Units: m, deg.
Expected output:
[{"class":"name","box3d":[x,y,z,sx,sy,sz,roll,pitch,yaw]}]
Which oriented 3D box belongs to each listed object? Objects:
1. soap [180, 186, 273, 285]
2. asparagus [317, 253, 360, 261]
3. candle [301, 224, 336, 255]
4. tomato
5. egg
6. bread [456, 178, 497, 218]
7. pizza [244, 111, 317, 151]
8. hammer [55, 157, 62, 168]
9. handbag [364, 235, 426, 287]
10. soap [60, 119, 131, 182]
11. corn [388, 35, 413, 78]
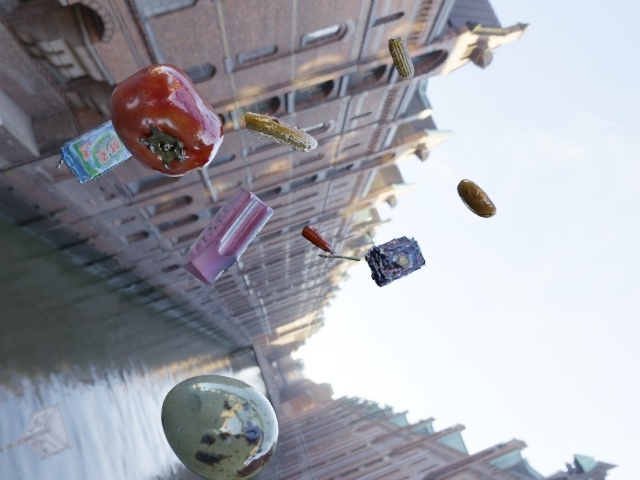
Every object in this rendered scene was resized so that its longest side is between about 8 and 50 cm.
[{"class":"soap","box3d":[-0.306,-0.012,1.836,0.109,0.324,0.193,38,-3,-24]},{"class":"asparagus","box3d":[0.069,0.062,2.073,0.016,0.162,0.016,120,-28,-58]},{"class":"candle","box3d":[0.000,0.000,1.930,0.162,0.053,0.048,39,-32,30]},{"class":"tomato","box3d":[-0.455,-0.351,1.698,0.325,0.293,0.290,45,23,-41]},{"class":"egg","box3d":[-0.356,0.652,2.004,0.345,0.427,0.345,-156,-90,-88]},{"class":"bread","box3d":[0.567,-0.150,2.107,0.189,0.077,0.114,53,-20,28]},{"class":"pizza","box3d":[-0.160,-0.404,2.101,0.226,0.335,0.086,19,-86,50]},{"class":"hammer","box3d":[-1.015,-0.333,2.256,0.017,0.062,0.182,33,-22,-22]},{"class":"handbag","box3d":[0.299,0.075,2.274,0.162,0.260,0.113,67,-26,11]},{"class":"soap","box3d":[-0.813,-0.340,2.120,0.077,0.293,0.156,9,-48,44]},{"class":"corn","box3d":[0.306,-0.695,2.166,0.207,0.068,0.068,49,13,-55]}]
